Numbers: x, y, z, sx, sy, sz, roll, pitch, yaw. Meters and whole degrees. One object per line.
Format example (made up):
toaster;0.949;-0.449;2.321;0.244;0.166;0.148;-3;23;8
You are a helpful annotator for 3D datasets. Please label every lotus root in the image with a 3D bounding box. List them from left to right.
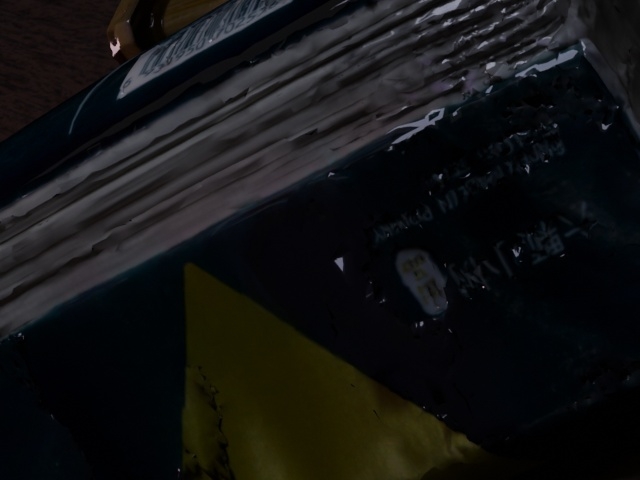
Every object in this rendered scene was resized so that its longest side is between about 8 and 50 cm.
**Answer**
lotus root;0.126;0.120;0.891;0.152;0.063;0.072;-28;11;23

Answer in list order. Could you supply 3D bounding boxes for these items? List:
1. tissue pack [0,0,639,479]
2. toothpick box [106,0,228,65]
tissue pack;0.000;0.000;0.968;0.416;0.253;0.264;-26;8;26
toothpick box;0.058;-0.164;1.248;0.308;0.187;0.190;-12;41;35
